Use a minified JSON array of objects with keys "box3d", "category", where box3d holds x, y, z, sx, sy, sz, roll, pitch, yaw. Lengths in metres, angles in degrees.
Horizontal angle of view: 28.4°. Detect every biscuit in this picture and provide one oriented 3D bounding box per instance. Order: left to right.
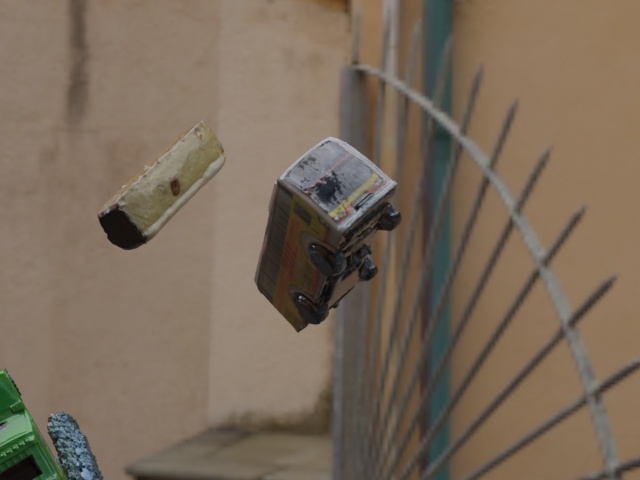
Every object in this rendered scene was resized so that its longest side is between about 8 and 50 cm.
[{"box3d":[-0.157,-0.056,1.285,0.052,0.056,0.188,-30,15,38],"category":"biscuit"}]

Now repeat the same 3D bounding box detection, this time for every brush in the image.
[{"box3d":[-0.149,0.174,0.819,0.021,0.070,0.196,-22,-29,-17],"category":"brush"}]

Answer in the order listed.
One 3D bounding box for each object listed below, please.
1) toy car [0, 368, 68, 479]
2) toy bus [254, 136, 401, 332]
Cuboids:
[{"box3d":[-0.232,0.177,0.965,0.071,0.165,0.062,-31,21,-18],"category":"toy car"},{"box3d":[0.000,0.000,1.226,0.092,0.106,0.268,-42,-12,-23],"category":"toy bus"}]
